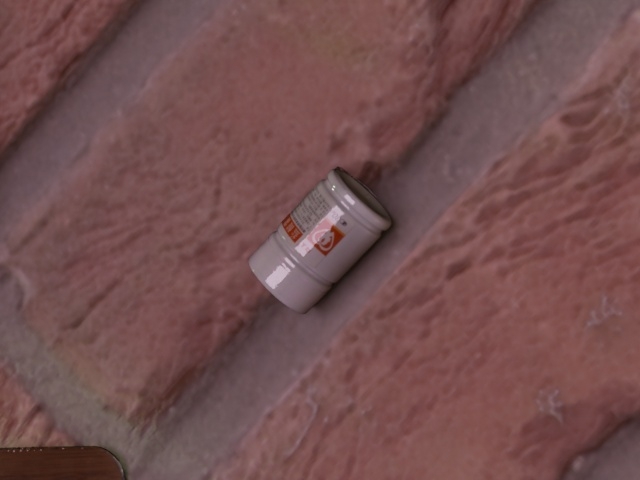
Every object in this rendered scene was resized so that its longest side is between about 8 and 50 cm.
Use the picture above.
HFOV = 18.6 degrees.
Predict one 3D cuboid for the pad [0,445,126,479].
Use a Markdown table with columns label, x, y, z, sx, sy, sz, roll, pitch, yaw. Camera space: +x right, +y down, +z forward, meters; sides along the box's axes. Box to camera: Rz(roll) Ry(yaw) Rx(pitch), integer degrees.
| label | x | y | z | sx | sy | sz | roll | pitch | yaw |
| --- | --- | --- | --- | --- | --- | --- | --- | --- | --- |
| pad | -0.276 | 0.288 | 1.357 | 0.287 | 0.018 | 0.284 | -1 | 84 | -6 |

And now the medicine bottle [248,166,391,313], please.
| label | x | y | z | sx | sy | sz | roll | pitch | yaw |
| --- | --- | --- | --- | --- | --- | --- | --- | --- | --- |
| medicine bottle | 0.000 | 0.000 | 1.320 | 0.089 | 0.057 | 0.057 | -47 | 71 | 12 |
